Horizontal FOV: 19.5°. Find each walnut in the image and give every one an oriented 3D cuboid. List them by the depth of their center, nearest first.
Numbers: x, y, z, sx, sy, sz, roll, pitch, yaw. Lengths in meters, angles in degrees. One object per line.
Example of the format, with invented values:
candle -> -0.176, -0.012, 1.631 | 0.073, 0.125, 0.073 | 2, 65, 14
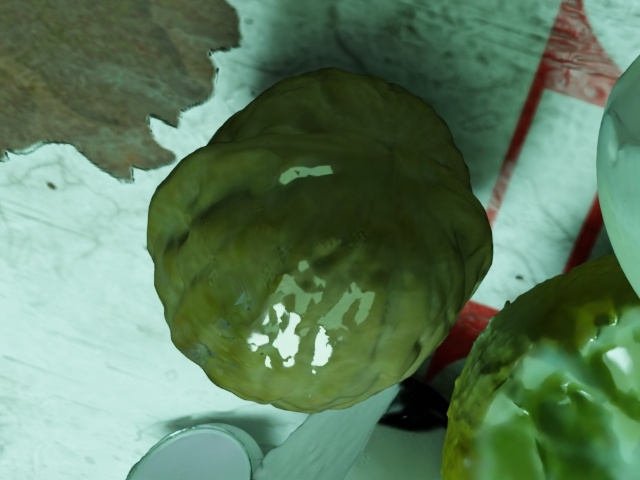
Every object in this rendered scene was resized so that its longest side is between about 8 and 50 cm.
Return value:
walnut -> 0.000, 0.000, 1.078 | 0.213, 0.213, 0.213 | 11, 136, 11

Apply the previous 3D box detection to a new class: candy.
candy -> 0.200, 0.130, 1.130 | 0.260, 0.118, 0.259 | -1, 113, -2

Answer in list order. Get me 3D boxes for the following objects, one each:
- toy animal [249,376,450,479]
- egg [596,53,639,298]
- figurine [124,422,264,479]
toy animal -> 0.077, 0.212, 1.269 | 0.235, 0.187, 0.165 | 37, 162, -11
egg -> 0.248, -0.010, 0.980 | 0.183, 0.183, 0.217 | -11, 130, 30
figurine -> -0.067, 0.224, 1.398 | 0.132, 0.132, 0.153 | -8, 142, 28
